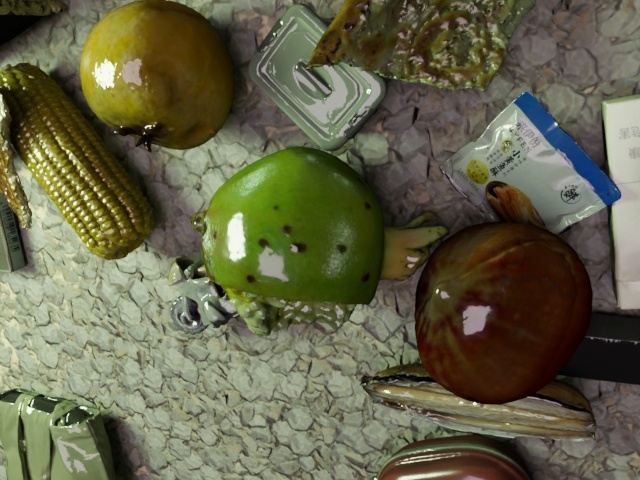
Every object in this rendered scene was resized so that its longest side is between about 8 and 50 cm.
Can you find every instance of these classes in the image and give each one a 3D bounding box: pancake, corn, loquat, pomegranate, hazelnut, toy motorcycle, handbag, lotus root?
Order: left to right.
[{"bbox_3d":[-0.524,-0.126,0.922,0.266,0.057,0.245,-3,112,49],"label":"pancake"},{"bbox_3d":[-0.550,0.446,1.200,0.315,0.109,0.254,4,105,25],"label":"handbag"},{"bbox_3d":[-0.406,-0.127,0.943,0.131,0.131,0.345,-37,92,26],"label":"corn"},{"bbox_3d":[-0.224,-0.221,0.805,0.212,0.213,0.213,6,110,18],"label":"loquat"},{"bbox_3d":[-0.156,0.066,0.936,0.229,0.094,0.130,-22,95,15],"label":"toy motorcycle"},{"bbox_3d":[0.000,0.000,0.780,0.340,0.260,0.261,-3,110,-13],"label":"pomegranate"},{"bbox_3d":[0.158,-0.267,0.672,0.376,0.054,0.198,-24,92,8],"label":"pancake"},{"bbox_3d":[0.224,0.220,0.849,0.329,0.078,0.167,4,142,22],"label":"lotus root"},{"bbox_3d":[0.209,0.086,0.713,0.229,0.229,0.230,6,110,18],"label":"hazelnut"}]

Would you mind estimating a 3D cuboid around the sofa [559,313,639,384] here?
[{"bbox_3d":[0.369,0.141,0.793,0.147,0.060,0.085,3,125,20],"label":"sofa"}]

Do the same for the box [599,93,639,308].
[{"bbox_3d":[0.433,-0.051,0.690,0.164,0.069,0.257,-5,105,22],"label":"box"}]

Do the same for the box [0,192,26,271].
[{"bbox_3d":[-0.668,-0.103,1.090,0.180,0.047,0.325,3,108,19],"label":"box"}]

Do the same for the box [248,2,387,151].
[{"bbox_3d":[0.005,-0.217,0.778,0.172,0.093,0.124,45,116,1],"label":"box"}]

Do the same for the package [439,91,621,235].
[{"bbox_3d":[0.258,-0.077,0.742,0.171,0.027,0.173,50,141,4],"label":"package"}]

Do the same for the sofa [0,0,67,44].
[{"bbox_3d":[-0.558,-0.381,0.873,0.258,0.200,0.182,-19,103,26],"label":"sofa"}]

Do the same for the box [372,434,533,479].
[{"bbox_3d":[0.254,0.494,0.914,0.263,0.108,0.404,-21,100,30],"label":"box"}]
